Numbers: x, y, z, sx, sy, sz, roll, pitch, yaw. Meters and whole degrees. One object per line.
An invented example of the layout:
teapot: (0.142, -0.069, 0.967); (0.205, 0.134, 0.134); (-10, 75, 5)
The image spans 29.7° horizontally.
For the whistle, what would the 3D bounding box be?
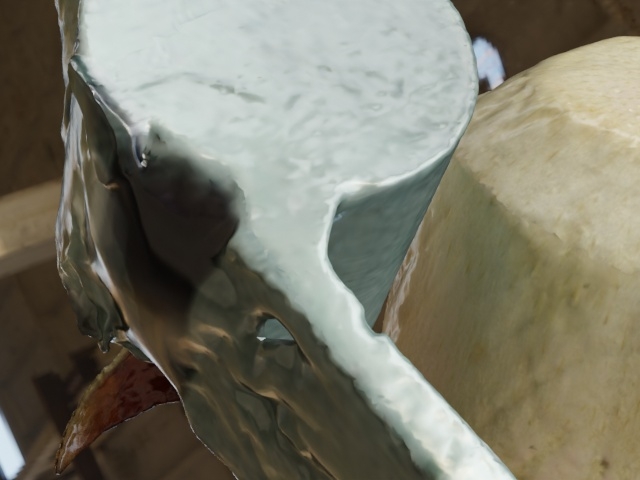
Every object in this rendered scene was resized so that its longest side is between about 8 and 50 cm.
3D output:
whistle: (-0.024, 0.013, 0.557); (0.168, 0.188, 0.405); (111, -26, -51)

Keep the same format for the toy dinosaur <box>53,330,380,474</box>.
toy dinosaur: (-0.042, 0.138, 0.889); (0.327, 0.113, 0.207); (23, -48, 20)

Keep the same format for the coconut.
coconut: (0.185, 0.043, 0.774); (0.328, 0.328, 0.329); (32, -47, 42)
